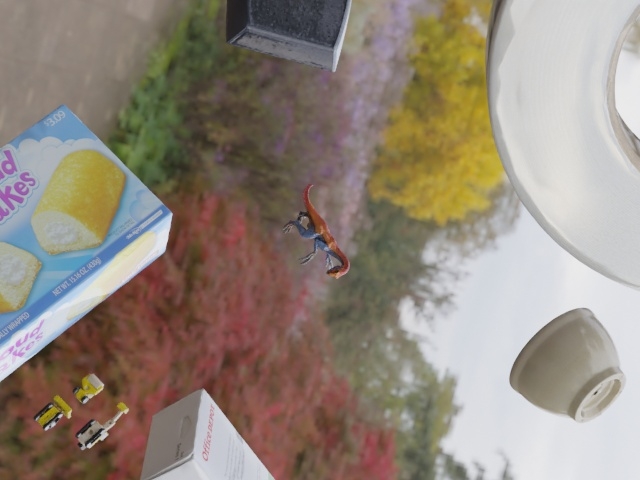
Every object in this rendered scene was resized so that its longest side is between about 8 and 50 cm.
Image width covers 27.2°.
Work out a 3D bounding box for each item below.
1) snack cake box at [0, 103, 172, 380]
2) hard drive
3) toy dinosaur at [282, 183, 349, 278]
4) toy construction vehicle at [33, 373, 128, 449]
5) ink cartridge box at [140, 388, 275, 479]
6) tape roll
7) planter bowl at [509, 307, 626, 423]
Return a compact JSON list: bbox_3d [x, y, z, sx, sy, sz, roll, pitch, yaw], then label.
[{"bbox_3d":[-0.281,0.018,1.174,0.264,0.152,0.089,-41,169,-25],"label":"snack cake box"},{"bbox_3d":[-0.031,-0.364,1.759,0.054,0.172,0.254,144,-44,-64],"label":"hard drive"},{"bbox_3d":[0.000,0.000,1.415,0.047,0.082,0.090,-30,142,-46],"label":"toy dinosaur"},{"bbox_3d":[-0.317,0.233,1.760,0.098,0.086,0.035,-45,159,-19],"label":"toy construction vehicle"},{"bbox_3d":[-0.143,0.336,1.799,0.092,0.219,0.160,-28,-156,14],"label":"ink cartridge box"},{"bbox_3d":[0.320,-0.131,1.010,0.072,0.392,0.392,-79,-175,-64],"label":"tape roll"},{"bbox_3d":[0.367,0.191,1.890,0.162,0.109,0.162,-27,143,-23],"label":"planter bowl"}]
